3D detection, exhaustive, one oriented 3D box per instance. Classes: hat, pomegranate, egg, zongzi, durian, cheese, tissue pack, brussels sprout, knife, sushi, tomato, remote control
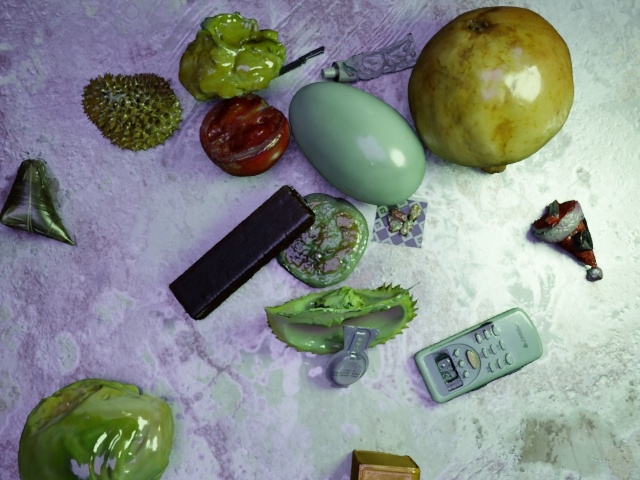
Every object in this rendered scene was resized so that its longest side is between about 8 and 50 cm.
[{"bbox_3d":[0.609,0.007,1.798,0.128,0.140,0.227,-38,98,6],"label":"hat"},{"bbox_3d":[0.390,-0.321,1.728,0.409,0.410,0.411,0,84,0],"label":"pomegranate"},{"bbox_3d":[0.081,-0.232,1.764,0.371,0.230,0.230,41,85,12],"label":"egg"},{"bbox_3d":[-0.660,-0.099,1.832,0.184,0.084,0.187,19,80,-12],"label":"zongzi"},{"bbox_3d":[0.055,0.182,1.749,0.355,0.169,0.158,-9,81,-3],"label":"durian"},{"bbox_3d":[0.071,0.275,1.762,0.105,0.042,0.191,9,121,-21],"label":"cheese"},{"bbox_3d":[0.135,0.627,1.692,0.145,0.194,0.275,6,85,-3],"label":"tissue pack"},{"bbox_3d":[-0.457,-0.320,1.828,0.249,0.138,0.183,-1,75,-6],"label":"durian"},{"bbox_3d":[-0.496,0.457,1.671,0.343,0.268,0.344,1,77,-3],"label":"brussels sprout"},{"bbox_3d":[-0.063,-0.443,1.897,0.170,0.010,0.023,-28,79,-1],"label":"knife"},{"bbox_3d":[0.195,-0.047,1.845,0.125,0.026,0.120,9,85,1],"label":"sushi"},{"bbox_3d":[-0.173,-0.234,1.811,0.200,0.140,0.233,-36,49,-7],"label":"tomato"},{"bbox_3d":[0.380,0.273,1.796,0.296,0.056,0.140,-24,86,-2],"label":"remote control"}]

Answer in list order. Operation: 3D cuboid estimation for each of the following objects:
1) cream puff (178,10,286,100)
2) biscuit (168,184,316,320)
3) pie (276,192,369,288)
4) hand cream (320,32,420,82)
[{"bbox_3d":[-0.210,-0.438,1.770,0.281,0.282,0.185,-13,107,-1],"label":"cream puff"},{"bbox_3d":[-0.182,0.027,1.786,0.388,0.073,0.107,-41,76,3],"label":"biscuit"},{"bbox_3d":[0.000,0.000,1.828,0.240,0.054,0.241,0,83,2],"label":"pie"},{"bbox_3d":[0.123,-0.441,1.878,0.256,0.050,0.084,-18,86,-8],"label":"hand cream"}]
